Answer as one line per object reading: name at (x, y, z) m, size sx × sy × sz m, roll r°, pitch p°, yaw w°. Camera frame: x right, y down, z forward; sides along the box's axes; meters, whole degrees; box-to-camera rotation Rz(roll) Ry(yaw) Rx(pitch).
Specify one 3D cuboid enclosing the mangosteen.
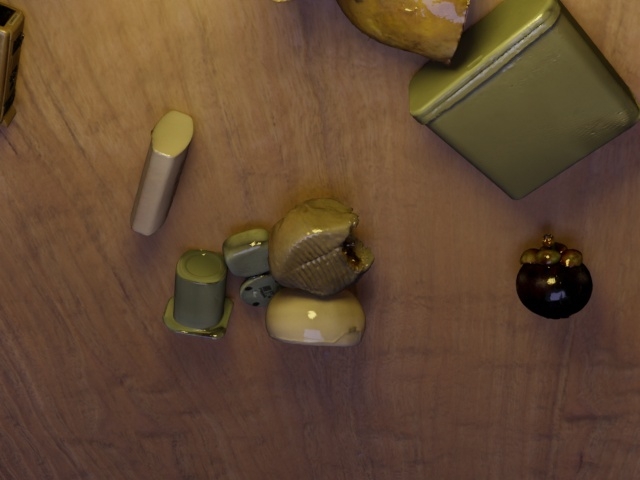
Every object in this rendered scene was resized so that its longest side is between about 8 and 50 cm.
mangosteen at (0.599, 0.089, 1.809) m, size 0.194 × 0.194 × 0.230 m, roll -10°, pitch 100°, yaw 15°

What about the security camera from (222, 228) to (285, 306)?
security camera at (-0.173, 0.082, 1.958) m, size 0.157 × 0.080 × 0.301 m, roll -16°, pitch 140°, yaw 1°

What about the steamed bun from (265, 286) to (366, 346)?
steamed bun at (-0.012, 0.196, 1.938) m, size 0.283 × 0.177 × 0.283 m, roll 4°, pitch 176°, yaw 0°

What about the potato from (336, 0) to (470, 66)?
potato at (0.146, -0.480, 1.341) m, size 0.266 × 0.229 × 0.229 m, roll 12°, pitch 132°, yaw 2°

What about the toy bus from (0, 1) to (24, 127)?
toy bus at (-0.761, -0.394, 1.571) m, size 0.157 × 0.139 × 0.289 m, roll 17°, pitch 128°, yaw -14°

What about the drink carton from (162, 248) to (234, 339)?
drink carton at (-0.343, 0.147, 1.968) m, size 0.191 × 0.185 × 0.190 m, roll 11°, pitch 129°, yaw 0°

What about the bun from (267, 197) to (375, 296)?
bun at (-0.013, 0.008, 1.789) m, size 0.281 × 0.205 × 0.281 m, roll -6°, pitch 131°, yaw -7°

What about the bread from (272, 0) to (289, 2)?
bread at (-0.034, -0.581, 1.152) m, size 0.165 × 0.375 × 0.236 m, roll 23°, pitch 133°, yaw -16°

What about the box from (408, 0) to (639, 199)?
box at (0.428, -0.304, 1.477) m, size 0.344 × 0.177 × 0.352 m, roll 35°, pitch 126°, yaw -26°

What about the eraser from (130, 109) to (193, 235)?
eraser at (-0.389, -0.161, 1.701) m, size 0.094 × 0.174 × 0.270 m, roll 22°, pitch 130°, yaw -9°
